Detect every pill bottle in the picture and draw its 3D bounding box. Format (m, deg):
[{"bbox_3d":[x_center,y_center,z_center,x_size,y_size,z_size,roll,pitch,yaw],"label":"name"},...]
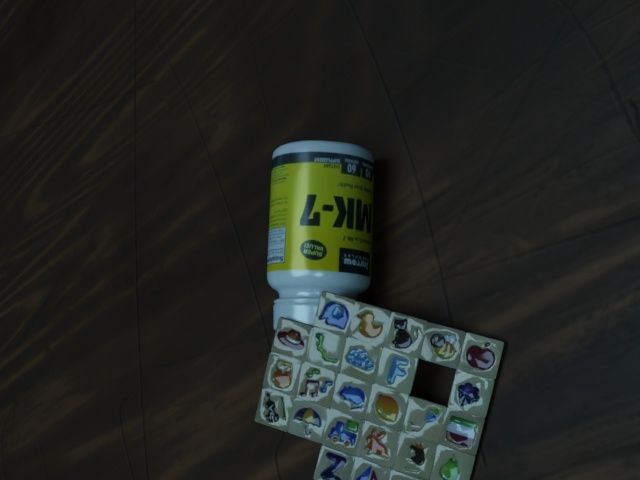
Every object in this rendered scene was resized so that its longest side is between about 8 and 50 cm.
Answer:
[{"bbox_3d":[0.000,0.000,1.040,0.119,0.119,0.208,-7,79,46],"label":"pill bottle"}]

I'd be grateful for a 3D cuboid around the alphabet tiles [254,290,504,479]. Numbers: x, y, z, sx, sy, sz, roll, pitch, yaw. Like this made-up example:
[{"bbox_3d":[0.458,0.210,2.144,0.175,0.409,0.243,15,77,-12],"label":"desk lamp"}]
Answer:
[{"bbox_3d":[0.051,0.167,0.952,0.237,0.009,0.198,15,96,18],"label":"alphabet tiles"}]
